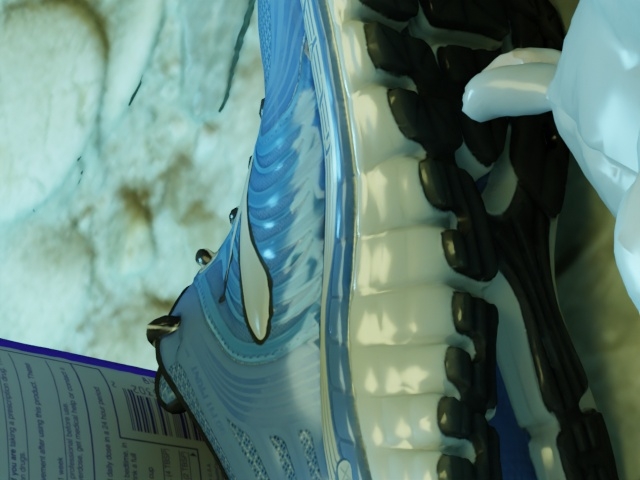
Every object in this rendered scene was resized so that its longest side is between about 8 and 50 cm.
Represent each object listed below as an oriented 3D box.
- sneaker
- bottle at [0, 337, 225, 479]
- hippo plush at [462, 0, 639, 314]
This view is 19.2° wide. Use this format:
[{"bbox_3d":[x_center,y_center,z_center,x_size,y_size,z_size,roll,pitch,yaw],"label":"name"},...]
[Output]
[{"bbox_3d":[0.000,0.000,0.634,0.147,0.130,0.330,-19,65,35],"label":"sneaker"},{"bbox_3d":[-0.132,0.088,0.629,0.092,0.283,0.118,-22,64,39],"label":"bottle"},{"bbox_3d":[0.162,-0.008,0.463,0.236,0.234,0.294,-95,3,-45],"label":"hippo plush"}]
